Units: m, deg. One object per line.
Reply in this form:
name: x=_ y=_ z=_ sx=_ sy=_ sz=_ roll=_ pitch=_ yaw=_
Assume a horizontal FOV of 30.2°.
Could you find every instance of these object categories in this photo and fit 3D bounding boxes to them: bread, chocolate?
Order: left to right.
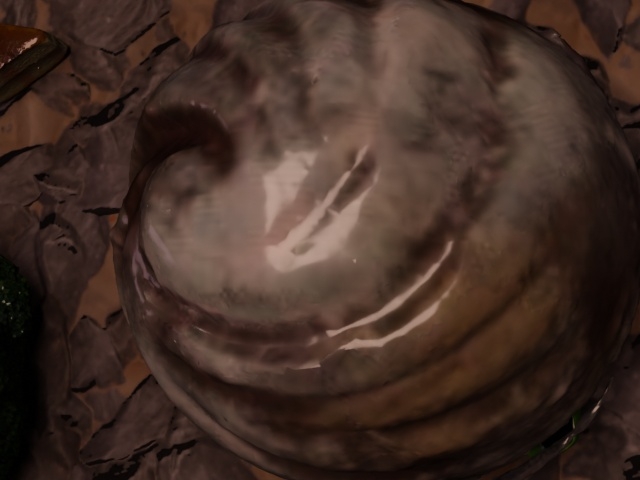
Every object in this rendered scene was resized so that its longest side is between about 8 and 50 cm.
bread: x=-0.243 y=-0.129 z=0.866 sx=0.109 sy=0.043 sz=0.062 roll=14 pitch=83 yaw=21
chocolate: x=0.000 y=0.000 z=0.627 sx=0.303 sy=0.213 sz=0.303 roll=-3 pitch=84 yaw=32

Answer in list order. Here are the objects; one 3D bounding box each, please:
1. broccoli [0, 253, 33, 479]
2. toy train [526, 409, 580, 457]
broccoli: x=-0.345 y=0.093 z=0.763 sx=0.275 sy=0.308 sz=0.307 roll=19 pitch=87 yaw=47
toy train: x=0.106 y=0.027 z=0.705 sx=0.044 sy=0.042 sz=0.209 roll=-30 pitch=71 yaw=29
